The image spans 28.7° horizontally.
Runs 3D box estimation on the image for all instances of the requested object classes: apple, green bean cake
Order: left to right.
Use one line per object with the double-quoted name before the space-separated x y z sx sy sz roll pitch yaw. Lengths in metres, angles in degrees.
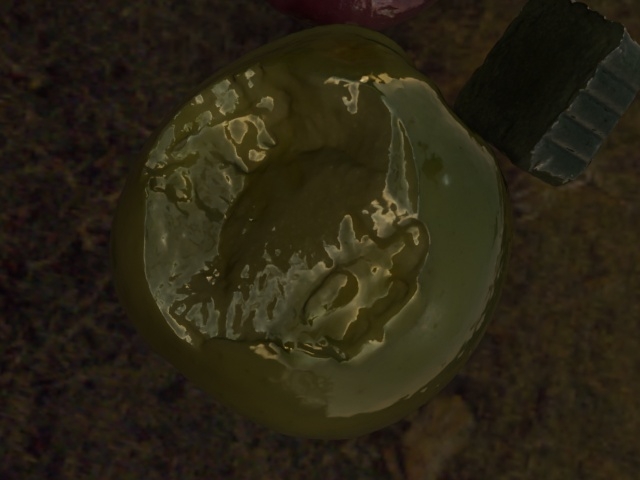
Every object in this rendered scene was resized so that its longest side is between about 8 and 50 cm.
"apple" 0.000 0.000 0.857 0.279 0.279 0.279 -19 113 -55
"green bean cake" 0.260 -0.172 1.391 0.094 0.183 0.185 25 104 -33

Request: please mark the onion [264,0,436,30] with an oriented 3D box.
"onion" 0.035 -0.475 1.681 0.358 0.358 0.345 -56 149 -35
